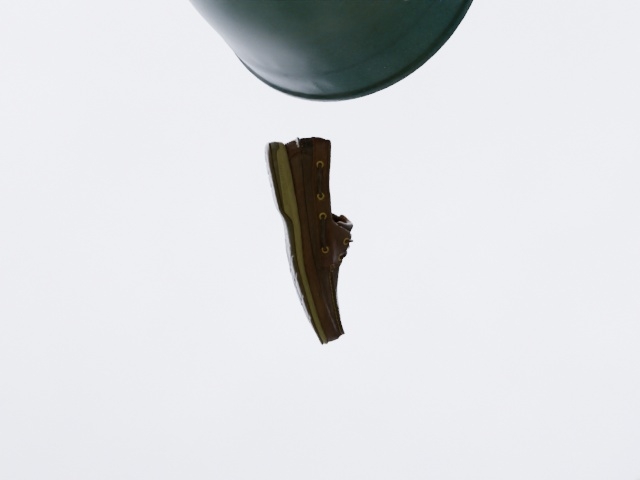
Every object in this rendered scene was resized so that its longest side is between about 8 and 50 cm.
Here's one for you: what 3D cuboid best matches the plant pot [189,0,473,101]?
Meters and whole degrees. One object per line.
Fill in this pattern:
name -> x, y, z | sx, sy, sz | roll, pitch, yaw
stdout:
plant pot -> -0.027, -0.287, 1.162 | 0.272, 0.271, 0.255 | -58, -30, 1

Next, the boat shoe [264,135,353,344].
boat shoe -> 0.000, 0.000, 1.141 | 0.060, 0.064, 0.178 | -13, -79, -4
